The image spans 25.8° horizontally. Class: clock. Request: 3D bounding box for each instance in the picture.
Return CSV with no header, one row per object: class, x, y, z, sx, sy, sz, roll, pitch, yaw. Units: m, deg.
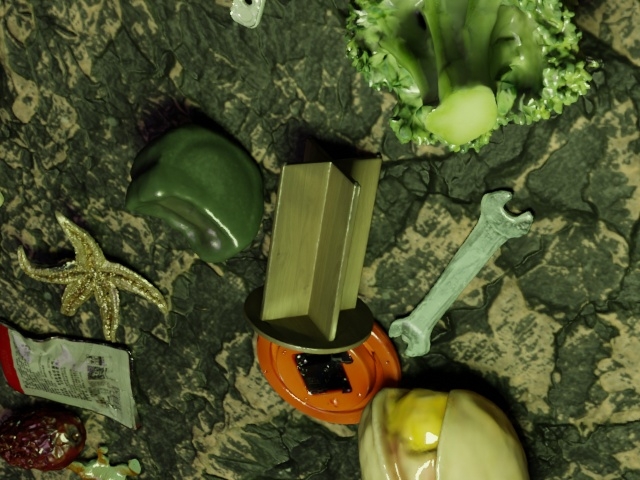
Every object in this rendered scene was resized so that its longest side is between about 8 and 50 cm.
clock,0.009,0.165,1.881,0.205,0.051,0.205,13,128,17

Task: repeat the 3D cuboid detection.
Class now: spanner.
spanner,0.168,0.045,1.744,0.071,0.017,0.302,34,130,-1

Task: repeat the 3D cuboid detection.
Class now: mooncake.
mooncake,-0.155,-0.053,1.727,0.104,0.168,0.175,-30,92,39

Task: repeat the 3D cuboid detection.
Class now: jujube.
jujube,-0.436,0.309,2.147,0.166,0.104,0.104,-15,116,35

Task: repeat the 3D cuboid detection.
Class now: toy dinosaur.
toy dinosaur,-0.325,0.395,2.197,0.142,0.057,0.212,-15,115,45

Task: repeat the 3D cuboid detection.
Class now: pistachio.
pistachio,0.159,0.327,1.817,0.230,0.230,0.308,-2,118,26

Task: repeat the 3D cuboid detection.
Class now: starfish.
starfish,-0.318,0.046,1.944,0.213,0.057,0.238,6,130,11

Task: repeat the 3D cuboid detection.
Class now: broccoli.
broccoli,0.156,-0.216,1.433,0.235,0.260,0.288,-33,133,-6

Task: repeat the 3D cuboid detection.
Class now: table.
table,0.000,0.000,1.713,0.167,0.167,0.226,16,119,14

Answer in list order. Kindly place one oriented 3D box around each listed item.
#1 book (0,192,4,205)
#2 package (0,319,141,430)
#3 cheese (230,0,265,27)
book,-0.617,-0.184,1.926,0.260,0.043,0.371,-7,119,31
package,-0.381,0.200,2.096,0.239,0.030,0.154,11,128,17
cheese,-0.059,-0.344,1.548,0.127,0.054,0.251,26,130,10
